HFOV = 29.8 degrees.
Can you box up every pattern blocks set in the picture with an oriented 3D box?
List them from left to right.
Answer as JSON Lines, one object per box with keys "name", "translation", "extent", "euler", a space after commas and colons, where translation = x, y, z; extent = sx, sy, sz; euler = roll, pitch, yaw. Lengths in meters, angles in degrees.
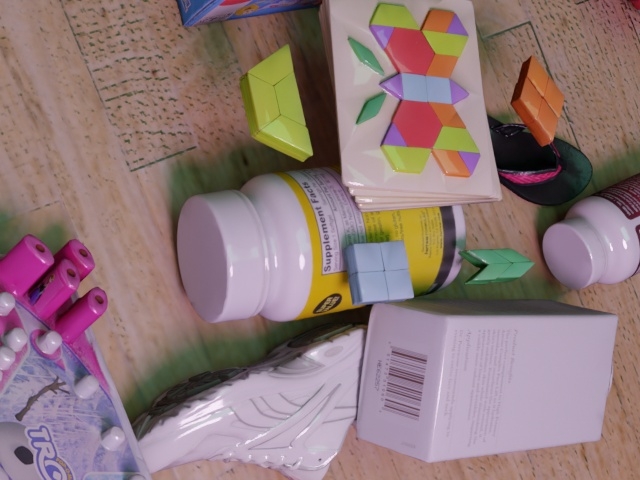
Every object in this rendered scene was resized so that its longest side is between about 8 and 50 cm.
{"name": "pattern blocks set", "translation": [0.073, -0.115, 0.943], "extent": [0.285, 0.026, 0.325], "euler": [-14, 82, -29]}

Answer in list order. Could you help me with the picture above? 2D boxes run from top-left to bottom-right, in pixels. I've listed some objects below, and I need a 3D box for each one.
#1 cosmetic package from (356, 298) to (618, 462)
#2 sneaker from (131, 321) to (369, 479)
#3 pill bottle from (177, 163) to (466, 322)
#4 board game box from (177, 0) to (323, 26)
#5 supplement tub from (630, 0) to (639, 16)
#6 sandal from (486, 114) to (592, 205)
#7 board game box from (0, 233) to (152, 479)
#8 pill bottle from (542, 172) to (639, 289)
{"name": "cosmetic package", "translation": [0.143, 0.110, 0.993], "extent": [0.231, 0.085, 0.117], "euler": [5, 95, -45]}
{"name": "sneaker", "translation": [-0.039, 0.147, 0.935], "extent": [0.232, 0.090, 0.115], "euler": [-19, 95, -28]}
{"name": "pill bottle", "translation": [0.000, 0.000, 0.957], "extent": [0.208, 0.119, 0.119], "euler": [-9, 87, -28]}
{"name": "board game box", "translation": [-0.005, -0.358, 1.026], "extent": [0.308, 0.086, 0.302], "euler": [-14, 90, -29]}
{"name": "supplement tub", "translation": [0.321, -0.358, 1.136], "extent": [0.191, 0.191, 0.272], "euler": [-44, 103, -26]}
{"name": "sandal", "translation": [0.181, -0.080, 1.108], "extent": [0.179, 0.040, 0.067], "euler": [18, 74, -24]}
{"name": "board game box", "translation": [-0.223, 0.136, 0.672], "extent": [0.390, 0.050, 0.390], "euler": [12, 43, -51]}
{"name": "pill bottle", "translation": [0.284, -0.011, 1.126], "extent": [0.152, 0.086, 0.086], "euler": [-22, 93, -28]}
